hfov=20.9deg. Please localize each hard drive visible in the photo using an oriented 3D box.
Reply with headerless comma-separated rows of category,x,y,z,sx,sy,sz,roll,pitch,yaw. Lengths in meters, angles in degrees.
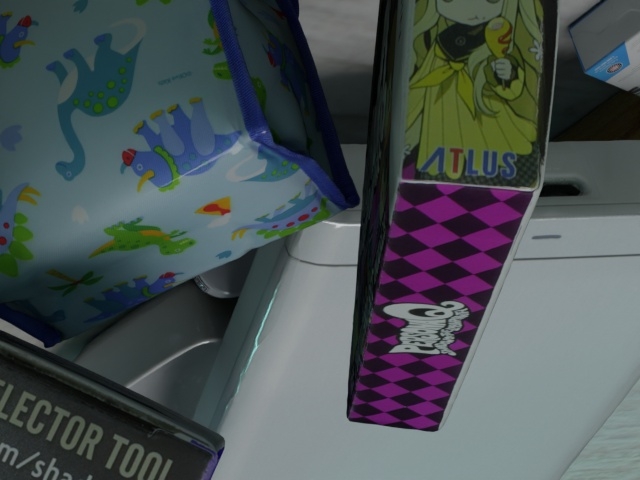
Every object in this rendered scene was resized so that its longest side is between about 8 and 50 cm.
hard drive,0.058,0.071,0.917,0.233,0.047,0.353,-2,147,-18

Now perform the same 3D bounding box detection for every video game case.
video game case,0.041,-0.068,0.559,0.041,0.210,0.232,6,160,0

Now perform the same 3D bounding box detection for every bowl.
bowl,-0.070,0.069,0.970,0.142,0.053,0.142,-35,151,29

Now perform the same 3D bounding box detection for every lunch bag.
lunch bag,-0.073,-0.059,0.585,0.129,0.151,0.096,-25,156,14

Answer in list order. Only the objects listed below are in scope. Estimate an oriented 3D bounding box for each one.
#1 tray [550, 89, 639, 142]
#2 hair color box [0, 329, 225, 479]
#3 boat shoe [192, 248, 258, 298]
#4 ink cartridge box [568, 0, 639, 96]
tray,0.187,-0.001,0.988,0.203,0.076,0.411,9,142,-47
hair color box,-0.139,0.084,0.662,0.185,0.110,0.339,25,172,1
boat shoe,0.000,0.000,0.894,0.142,0.049,0.040,-11,173,-14
ink cartridge box,0.164,-0.093,0.826,0.083,0.028,0.048,15,139,-43
